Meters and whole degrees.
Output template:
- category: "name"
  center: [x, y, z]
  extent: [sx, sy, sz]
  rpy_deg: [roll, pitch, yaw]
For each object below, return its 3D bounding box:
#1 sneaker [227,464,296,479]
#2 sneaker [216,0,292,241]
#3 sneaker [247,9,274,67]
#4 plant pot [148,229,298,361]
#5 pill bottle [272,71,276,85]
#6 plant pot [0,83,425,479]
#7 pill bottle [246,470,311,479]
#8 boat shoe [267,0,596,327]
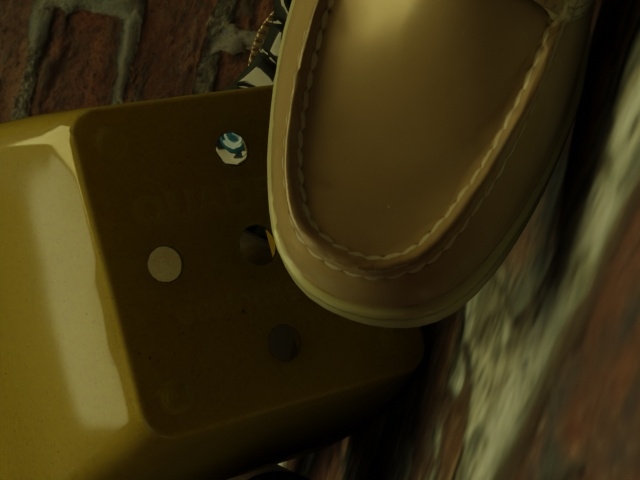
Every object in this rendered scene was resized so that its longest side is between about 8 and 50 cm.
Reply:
- category: "sneaker"
  center: [-0.136, 0.264, 0.929]
  extent: [0.290, 0.123, 0.106]
  rpy_deg: [-58, 12, 21]
- category: "sneaker"
  center: [0.011, -0.117, 0.866]
  extent: [0.140, 0.125, 0.340]
  rpy_deg: [-6, -54, -52]
- category: "sneaker"
  center: [0.021, -0.239, 1.112]
  extent: [0.153, 0.099, 0.282]
  rpy_deg: [-64, -1, -70]
- category: "plant pot"
  center: [-0.145, 0.059, 0.826]
  extent: [0.256, 0.274, 0.256]
  rpy_deg: [-2, -87, -53]
- category: "pill bottle"
  center: [0.037, -0.140, 0.714]
  extent: [0.103, 0.103, 0.184]
  rpy_deg: [-98, 24, -79]
- category: "plant pot"
  center: [-0.069, 0.023, 0.594]
  extent: [0.187, 0.212, 0.212]
  rpy_deg: [-24, 79, 60]
- category: "pill bottle"
  center: [-0.017, 0.154, 0.589]
  extent: [0.120, 0.067, 0.067]
  rpy_deg: [144, 142, -83]
- category: "boat shoe"
  center: [0.051, -0.121, 0.391]
  extent: [0.098, 0.109, 0.302]
  rpy_deg: [57, -128, -73]
